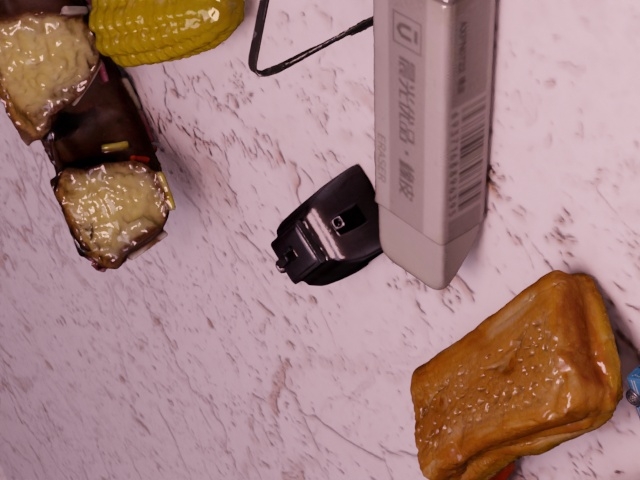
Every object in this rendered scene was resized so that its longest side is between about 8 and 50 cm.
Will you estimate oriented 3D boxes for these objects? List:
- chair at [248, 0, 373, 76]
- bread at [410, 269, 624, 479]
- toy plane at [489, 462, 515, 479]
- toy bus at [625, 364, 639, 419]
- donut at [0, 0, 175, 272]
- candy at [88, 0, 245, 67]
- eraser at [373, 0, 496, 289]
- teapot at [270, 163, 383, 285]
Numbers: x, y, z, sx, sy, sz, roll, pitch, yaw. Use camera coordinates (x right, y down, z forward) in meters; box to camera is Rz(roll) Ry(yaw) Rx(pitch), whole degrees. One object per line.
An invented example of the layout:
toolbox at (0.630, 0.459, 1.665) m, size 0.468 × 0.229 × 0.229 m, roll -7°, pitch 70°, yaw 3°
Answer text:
chair at (-0.030, -0.269, 1.025) m, size 0.140 × 0.145 × 0.221 m, roll 44°, pitch 147°, yaw 27°
bread at (0.161, 0.120, 1.128) m, size 0.271 × 0.077 × 0.139 m, roll 131°, pitch 139°, yaw -58°
toy plane at (0.170, 0.278, 1.296) m, size 0.130 × 0.061 × 0.189 m, roll -120°, pitch 13°, yaw -59°
toy bus at (0.271, 0.134, 1.019) m, size 0.046 × 0.038 × 0.083 m, roll 3°, pitch 119°, yaw 54°
donut at (-0.275, -0.150, 1.497) m, size 0.259 × 0.136 × 0.345 m, roll -114°, pitch 3°, yaw -66°
candy at (-0.142, -0.226, 1.307) m, size 0.199 × 0.094 × 0.106 m, roll 6°, pitch 86°, yaw 49°
eraser at (0.090, -0.113, 1.061) m, size 0.089 × 0.061 × 0.352 m, roll 37°, pitch 145°, yaw 37°
teapot at (0.000, 0.000, 1.278) m, size 0.087 × 0.096 × 0.177 m, roll 58°, pitch 153°, yaw 3°
